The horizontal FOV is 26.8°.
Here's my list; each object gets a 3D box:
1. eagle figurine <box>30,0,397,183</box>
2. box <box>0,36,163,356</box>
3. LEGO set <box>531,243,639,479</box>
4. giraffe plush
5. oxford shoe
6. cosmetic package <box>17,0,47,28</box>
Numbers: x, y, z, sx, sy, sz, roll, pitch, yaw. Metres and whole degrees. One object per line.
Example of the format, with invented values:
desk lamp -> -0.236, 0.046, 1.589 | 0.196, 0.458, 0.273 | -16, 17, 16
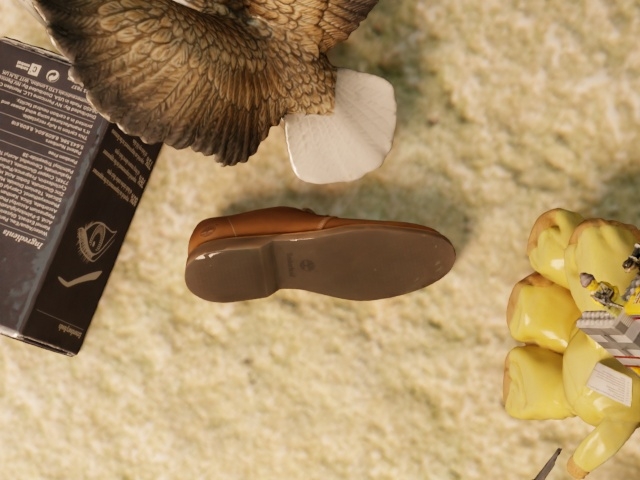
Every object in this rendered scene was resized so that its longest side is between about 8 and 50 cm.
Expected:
eagle figurine -> -0.065, -0.166, 0.979 | 0.225, 0.298, 0.226 | -7, 79, 3
box -> -0.218, -0.027, 1.041 | 0.108, 0.153, 0.207 | 20, 81, 9
LEGO set -> 0.217, 0.105, 0.741 | 0.192, 0.255, 0.331 | 39, 86, -10
giraffe plush -> 0.251, 0.078, 0.982 | 0.171, 0.210, 0.181 | 6, 112, -17
oxford shoe -> 0.000, 0.000, 1.063 | 0.212, 0.076, 0.076 | 1, 39, -5
cosmetic package -> -0.147, -0.354, 1.058 | 0.365, 0.197, 0.155 | -43, 55, -4
